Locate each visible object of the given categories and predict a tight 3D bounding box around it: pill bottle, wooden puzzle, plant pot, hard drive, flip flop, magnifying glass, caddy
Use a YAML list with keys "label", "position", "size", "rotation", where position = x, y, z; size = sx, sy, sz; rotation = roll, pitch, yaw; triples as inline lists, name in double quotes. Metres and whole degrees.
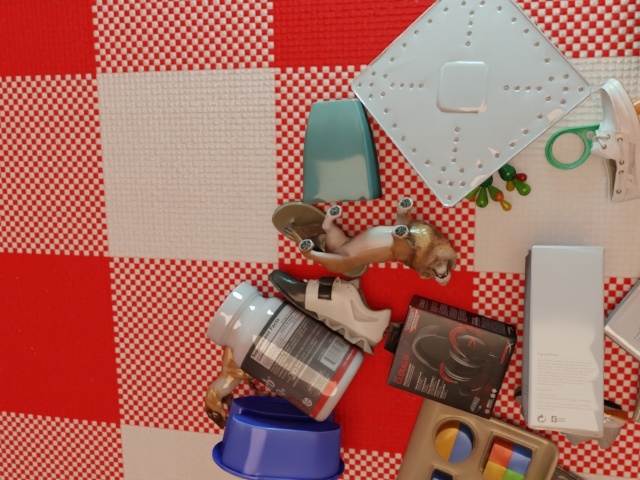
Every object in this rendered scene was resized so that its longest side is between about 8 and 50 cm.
- label: "pill bottle"
  position: [-0.089, 0.271, 1.660]
  size: [0.362, 0.210, 0.210]
  rotation: [33, 106, 7]
- label: "wooden puzzle"
  position: [0.373, 0.589, 1.643]
  size: [0.347, 0.080, 0.322]
  rotation: [20, 104, 19]
- label: "plant pot"
  position: [0.050, -0.210, 1.567]
  size: [0.165, 0.165, 0.235]
  rotation: [-2, 96, 14]
- label: "hard drive"
  position: [0.819, 0.223, 1.483]
  size: [0.307, 0.040, 0.203]
  rotation: [40, 92, 8]
- label: "flip flop"
  position: [0.000, 0.000, 1.655]
  size: [0.277, 0.080, 0.112]
  rotation: [38, 107, 4]
- label: "magnifying glass"
  position: [0.619, -0.243, 1.491]
  size: [0.230, 0.026, 0.092]
  rotation: [-32, 92, 19]
- label: "caddy"
  position: [-0.101, 0.522, 1.676]
  size: [0.340, 0.241, 0.179]
  rotation: [8, 95, -9]

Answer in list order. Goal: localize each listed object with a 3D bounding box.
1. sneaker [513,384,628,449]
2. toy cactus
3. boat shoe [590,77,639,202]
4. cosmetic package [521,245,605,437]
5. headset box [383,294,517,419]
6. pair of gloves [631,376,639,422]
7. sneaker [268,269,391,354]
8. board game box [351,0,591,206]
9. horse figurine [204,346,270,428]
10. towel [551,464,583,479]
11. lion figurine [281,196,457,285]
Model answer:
- label: "sneaker"
  position: [0.589, 0.430, 1.584]
  size: [0.262, 0.099, 0.121]
  rotation: [15, 108, 12]
- label: "toy cactus"
  position: [0.380, -0.167, 1.531]
  size: [0.218, 0.112, 0.181]
  rotation: [11, 93, 20]
- label: "boat shoe"
  position: [0.637, -0.208, 1.431]
  size: [0.096, 0.098, 0.277]
  rotation: [-18, 107, 11]
- label: "cosmetic package"
  position: [0.527, 0.210, 1.447]
  size: [0.156, 0.217, 0.386]
  rotation: [3, 85, 13]
- label: "headset box"
  position: [0.304, 0.277, 1.615]
  size: [0.293, 0.110, 0.218]
  rotation: [18, 104, 10]
- label: "pair of gloves"
  position: [0.856, 0.346, 1.526]
  size: [0.239, 0.042, 0.204]
  rotation: [9, 96, 6]
- label: "sneaker"
  position: [0.029, 0.140, 1.666]
  size: [0.330, 0.122, 0.146]
  rotation: [31, 91, 7]
- label: "board game box"
  position: [0.323, -0.339, 1.482]
  size: [0.390, 0.050, 0.390]
  rotation: [-40, 73, 17]
- label: "horse figurine"
  position: [-0.239, 0.407, 1.797]
  size: [0.174, 0.066, 0.263]
  rotation: [35, 103, -2]
- label: "towel"
  position: [0.565, 0.718, 1.670]
  size: [0.312, 0.056, 0.324]
  rotation: [34, 108, 9]
- label: "lion figurine"
  position: [0.123, 0.017, 1.561]
  size: [0.391, 0.240, 0.142]
  rotation: [0, 62, 14]
